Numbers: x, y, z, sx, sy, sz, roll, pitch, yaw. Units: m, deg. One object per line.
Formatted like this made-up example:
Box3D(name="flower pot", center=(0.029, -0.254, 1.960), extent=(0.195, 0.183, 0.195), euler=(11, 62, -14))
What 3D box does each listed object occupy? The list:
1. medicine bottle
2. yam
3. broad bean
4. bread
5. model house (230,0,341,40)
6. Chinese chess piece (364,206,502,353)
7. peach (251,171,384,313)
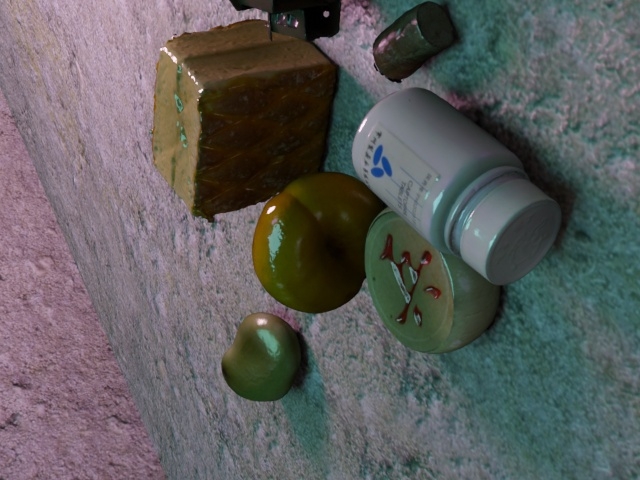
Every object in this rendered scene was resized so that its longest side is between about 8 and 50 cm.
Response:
Box3D(name="medicine bottle", center=(0.186, -0.077, 1.363), extent=(0.293, 0.170, 0.170), euler=(45, 142, 39))
Box3D(name="yam", center=(0.134, -0.289, 1.430), extent=(0.127, 0.084, 0.084), euler=(-27, 82, 58))
Box3D(name="broad bean", center=(-0.130, 0.263, 2.180), extent=(0.189, 0.121, 0.263), euler=(58, 147, 16))
Box3D(name="bread", center=(-0.144, -0.221, 1.760), extent=(0.207, 0.279, 0.279), euler=(51, 148, 37))
Box3D(name="model house", center=(-0.073, -0.429, 1.567), extent=(0.243, 0.211, 0.205), euler=(29, 129, 45))
Box3D(name="Chinese chess piece", center=(0.171, 0.052, 1.538), extent=(0.249, 0.103, 0.250), euler=(35, 133, 49))
Box3D(name="peach", center=(0.000, 0.000, 1.645), extent=(0.153, 0.251, 0.251), euler=(35, 135, 38))
